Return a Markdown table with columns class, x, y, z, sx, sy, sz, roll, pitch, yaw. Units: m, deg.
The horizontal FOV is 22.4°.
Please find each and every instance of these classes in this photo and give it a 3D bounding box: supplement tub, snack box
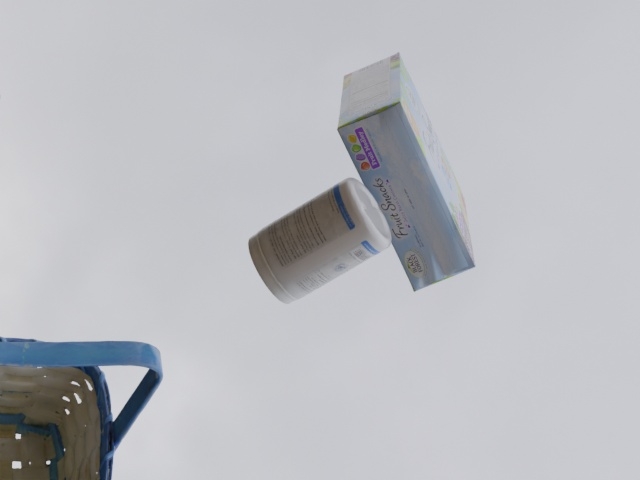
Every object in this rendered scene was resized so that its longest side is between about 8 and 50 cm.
| class | x | y | z | sx | sy | sz | roll | pitch | yaw |
| --- | --- | --- | --- | --- | --- | --- | --- | --- | --- |
| supplement tub | 0.000 | 0.000 | 1.380 | 0.107 | 0.071 | 0.071 | -29 | -128 | 15 |
| snack box | 0.081 | -0.070 | 1.544 | 0.207 | 0.070 | 0.174 | -85 | 151 | -72 |

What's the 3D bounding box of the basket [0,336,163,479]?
| class | x | y | z | sx | sy | sz | roll | pitch | yaw |
| --- | --- | --- | --- | --- | --- | --- | --- | --- | --- |
| basket | -0.294 | 0.172 | 1.482 | 0.289 | 0.255 | 0.201 | 115 | -28 | -48 |
